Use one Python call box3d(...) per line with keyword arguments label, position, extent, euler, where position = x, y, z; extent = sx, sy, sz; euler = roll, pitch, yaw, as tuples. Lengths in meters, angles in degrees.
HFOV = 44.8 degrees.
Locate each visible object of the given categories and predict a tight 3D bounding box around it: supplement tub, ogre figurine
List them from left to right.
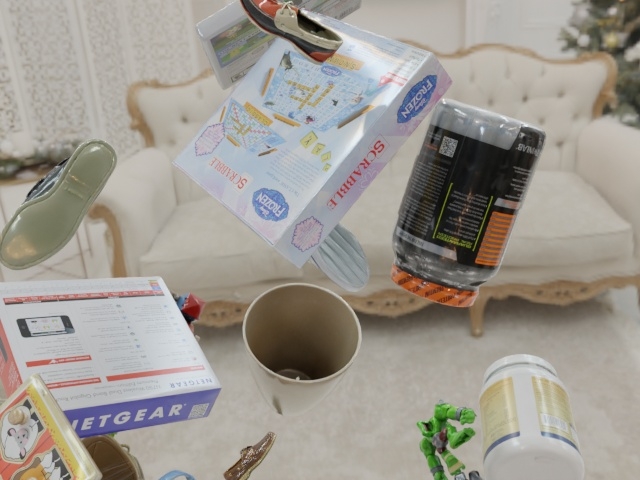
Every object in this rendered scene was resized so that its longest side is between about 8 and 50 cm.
box3d(label="ogre figurine", position=(0.281, 0.446, 1.761), extent=(0.097, 0.197, 0.118), euler=(-12, 29, -22))
box3d(label="supplement tub", position=(0.251, -0.067, 1.383), extent=(0.207, 0.338, 0.207), euler=(17, 13, -4))
box3d(label="supplement tub", position=(0.504, 0.456, 1.896), extent=(0.228, 0.228, 0.316), euler=(0, 35, 7))

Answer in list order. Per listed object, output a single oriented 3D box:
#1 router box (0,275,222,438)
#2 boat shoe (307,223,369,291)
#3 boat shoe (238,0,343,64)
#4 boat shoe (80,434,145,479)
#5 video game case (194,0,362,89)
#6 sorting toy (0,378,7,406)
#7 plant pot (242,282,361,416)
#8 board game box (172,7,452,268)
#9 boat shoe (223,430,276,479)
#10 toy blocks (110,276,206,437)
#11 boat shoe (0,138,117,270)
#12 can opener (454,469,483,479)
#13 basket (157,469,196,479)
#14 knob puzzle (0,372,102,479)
box3d(label="router box", position=(-0.388, 0.195, 1.367), extent=(0.335, 0.082, 0.301), euler=(0, 39, -39))
box3d(label="boat shoe", position=(0.000, 0.000, 1.339), extent=(0.083, 0.076, 0.226), euler=(-29, 76, -27))
box3d(label="boat shoe", position=(-0.036, -0.263, 0.933), extent=(0.043, 0.137, 0.049), euler=(-32, 36, 45))
box3d(label="boat shoe", position=(-0.363, 0.440, 1.382), extent=(0.104, 0.285, 0.089), euler=(-20, 28, -9))
box3d(label="video game case", position=(-0.061, -0.408, 1.404), extent=(0.329, 0.036, 0.300), euler=(-32, -4, -3))
box3d(label="sorting toy", position=(-0.684, 0.290, 1.619), extent=(0.347, 0.047, 0.196), euler=(30, 15, -45))
box3d(label="plant pot", position=(-0.056, 0.279, 1.767), extent=(0.256, 0.274, 0.256), euler=(5, 50, -6))
box3d(label="board game box", position=(-0.027, -0.161, 1.092), extent=(0.318, 0.066, 0.318), euler=(-50, 42, -2))
box3d(label="boat shoe", position=(-0.186, 0.572, 2.047), extent=(0.178, 0.060, 0.064), euler=(-50, 0, -6))
box3d(label="toy blocks", position=(-0.376, 0.249, 1.740), extent=(0.261, 0.191, 0.381), euler=(-19, 43, 52))
box3d(label="boat shoe", position=(-0.571, -0.082, 1.692), extent=(0.127, 0.340, 0.113), euler=(35, -1, -18))
box3d(label="can opener", position=(0.350, 0.590, 1.678), extent=(0.073, 0.186, 0.059), euler=(-24, -21, 18))
box3d(label="basket", position=(-0.272, 0.515, 1.135), extent=(0.201, 0.255, 0.289), euler=(-4, 18, 47))
box3d(label="knob puzzle", position=(-0.354, 0.269, 0.859), extent=(0.213, 0.030, 0.213), euler=(-11, 62, 21))
